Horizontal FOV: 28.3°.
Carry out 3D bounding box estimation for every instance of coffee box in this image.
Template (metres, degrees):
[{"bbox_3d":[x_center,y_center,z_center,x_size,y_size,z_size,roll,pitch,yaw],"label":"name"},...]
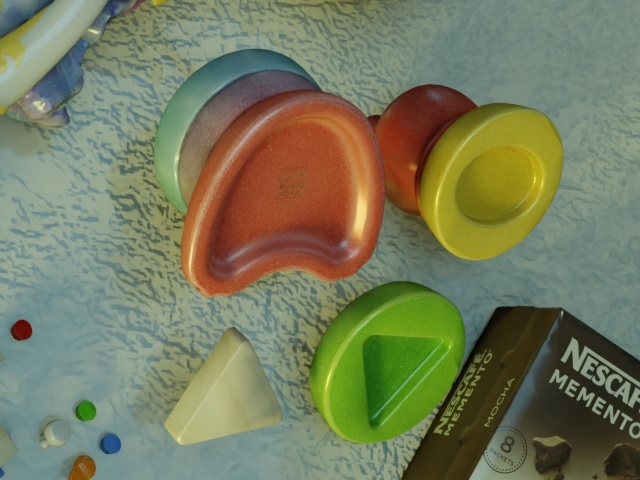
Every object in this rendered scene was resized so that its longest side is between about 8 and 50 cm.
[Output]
[{"bbox_3d":[0.238,0.196,0.992,0.297,0.119,0.168,34,79,-11],"label":"coffee box"}]

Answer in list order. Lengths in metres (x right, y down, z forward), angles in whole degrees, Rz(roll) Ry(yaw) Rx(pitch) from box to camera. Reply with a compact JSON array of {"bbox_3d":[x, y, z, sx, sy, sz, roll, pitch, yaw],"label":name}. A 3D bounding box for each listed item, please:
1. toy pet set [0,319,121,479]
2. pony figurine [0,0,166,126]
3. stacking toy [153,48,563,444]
[{"bbox_3d":[-0.227,0.140,0.905,0.122,0.065,0.114,55,40,-9],"label":"toy pet set"},{"bbox_3d":[-0.122,-0.253,0.867,0.363,0.303,0.351,-41,89,0],"label":"pony figurine"},{"bbox_3d":[0.000,0.000,0.932,0.309,0.130,0.280,4,114,-38],"label":"stacking toy"}]
